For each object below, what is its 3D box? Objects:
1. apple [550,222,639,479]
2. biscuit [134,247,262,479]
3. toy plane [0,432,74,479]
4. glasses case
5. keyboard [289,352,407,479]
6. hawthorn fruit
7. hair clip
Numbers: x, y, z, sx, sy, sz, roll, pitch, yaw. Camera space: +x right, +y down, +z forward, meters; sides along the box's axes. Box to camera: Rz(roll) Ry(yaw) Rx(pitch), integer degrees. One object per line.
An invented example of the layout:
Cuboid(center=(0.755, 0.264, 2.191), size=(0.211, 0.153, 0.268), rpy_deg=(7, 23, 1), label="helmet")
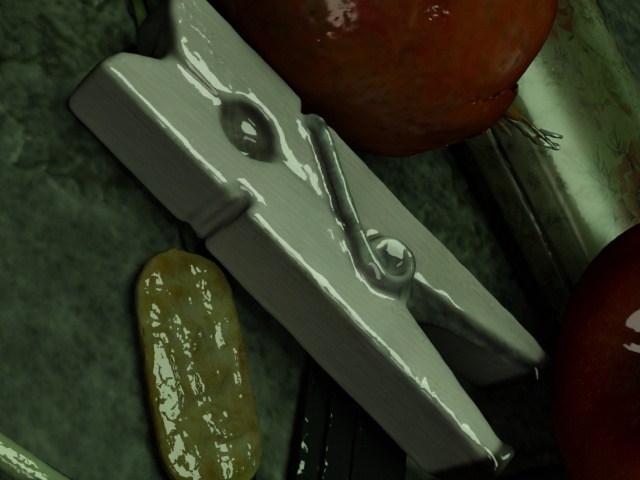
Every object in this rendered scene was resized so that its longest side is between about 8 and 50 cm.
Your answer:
Cuboid(center=(0.267, 0.093, 0.835), size=(0.216, 0.260, 0.260), rpy_deg=(18, 60, -32), label="apple")
Cuboid(center=(-0.069, 0.075, 0.776), size=(0.071, 0.018, 0.147), rpy_deg=(3, 70, -43), label="biscuit")
Cuboid(center=(-0.090, 0.151, 0.672), size=(0.286, 0.108, 0.092), rpy_deg=(37, 50, -8), label="toy plane")
Cuboid(center=(0.179, -0.086, 1.019), size=(0.156, 0.098, 0.425), rpy_deg=(-29, 92, -44), label="glasses case")
Cuboid(center=(0.024, 0.098, 0.853), size=(0.087, 0.017, 0.250), rpy_deg=(27, 54, -29), label="keyboard")
Cuboid(center=(0.054, -0.147, 0.867), size=(0.299, 0.211, 0.211), rpy_deg=(42, 48, -29), label="hawthorn fruit")
Cuboid(center=(0.002, -0.001, 0.813), size=(0.331, 0.085, 0.101), rpy_deg=(47, 60, -12), label="hair clip")
